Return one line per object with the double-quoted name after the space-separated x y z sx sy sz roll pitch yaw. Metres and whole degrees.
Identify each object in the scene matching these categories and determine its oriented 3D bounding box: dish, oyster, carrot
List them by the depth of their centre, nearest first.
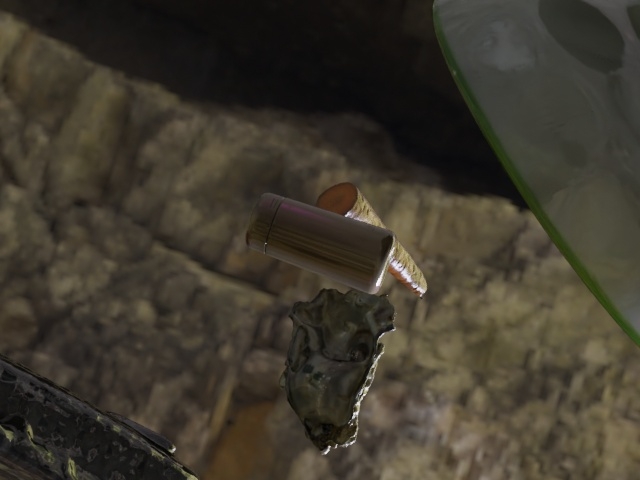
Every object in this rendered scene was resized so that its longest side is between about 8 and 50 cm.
0.217 -0.062 0.953 0.324 0.124 0.324 44 -158 -24 "dish"
0.008 0.122 1.481 0.108 0.165 0.053 16 160 12 "oyster"
0.073 0.008 1.770 0.057 0.057 0.224 12 159 40 "carrot"

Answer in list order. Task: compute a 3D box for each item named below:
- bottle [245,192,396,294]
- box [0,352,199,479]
0.000 0.000 1.011 0.096 0.045 0.045 20 174 6 "bottle"
-0.305 0.127 1.274 0.359 0.091 0.350 12 159 48 "box"
